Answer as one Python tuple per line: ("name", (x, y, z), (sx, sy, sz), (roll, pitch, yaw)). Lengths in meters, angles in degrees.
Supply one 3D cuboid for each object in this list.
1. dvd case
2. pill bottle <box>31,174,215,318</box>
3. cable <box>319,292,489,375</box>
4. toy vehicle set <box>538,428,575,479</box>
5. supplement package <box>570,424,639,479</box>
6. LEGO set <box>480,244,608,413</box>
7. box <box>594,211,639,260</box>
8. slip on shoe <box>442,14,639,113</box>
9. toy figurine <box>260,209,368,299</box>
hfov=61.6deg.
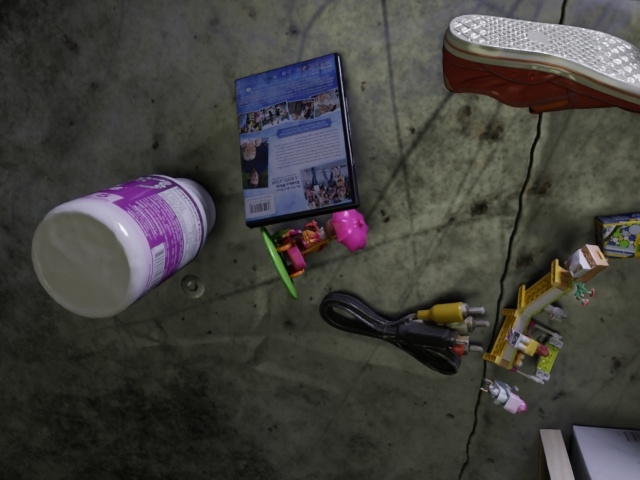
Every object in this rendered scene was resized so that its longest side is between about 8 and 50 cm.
("dvd case", (-0.041, -0.155, 0.836), (0.181, 0.022, 0.252), (-10, 76, 16))
("pill bottle", (-0.283, -0.012, 0.848), (0.170, 0.301, 0.169), (4, 108, 12))
("cable", (0.143, 0.154, 0.944), (0.288, 0.072, 0.139), (8, 126, 24))
("toy vehicle set", (0.382, 0.451, 0.848), (0.035, 0.267, 0.165), (-2, 108, 15))
("supplement package", (0.518, 0.436, 0.872), (0.194, 0.149, 0.203), (1, 107, 13))
("LEGO set", (0.362, 0.136, 0.838), (0.107, 0.132, 0.286), (26, 105, -4))
("box", (0.501, -0.012, 0.789), (0.169, 0.054, 0.059), (-6, 105, 16))
("slip on shoe", (0.329, -0.227, 0.747), (0.332, 0.123, 0.101), (12, 141, 5))
("toy figurine", (0.000, 0.000, 0.883), (0.159, 0.173, 0.130), (-25, 100, -1))
